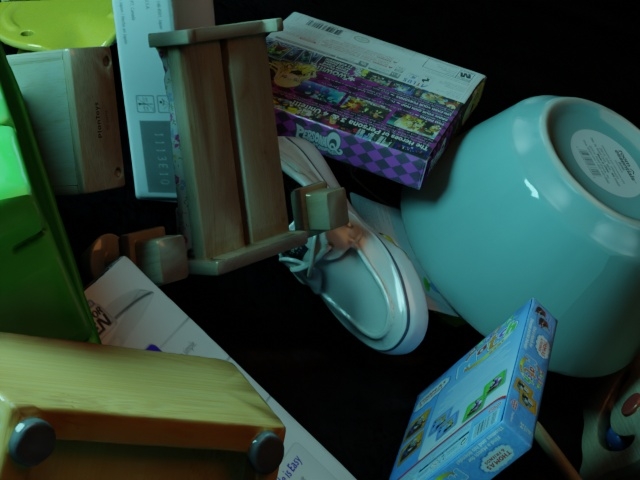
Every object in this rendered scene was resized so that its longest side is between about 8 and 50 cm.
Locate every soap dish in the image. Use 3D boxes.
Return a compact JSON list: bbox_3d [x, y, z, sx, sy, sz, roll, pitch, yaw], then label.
[{"bbox_3d":[-0.139,0.200,0.803,0.118,0.291,0.229,9,-2,44],"label":"soap dish"}]

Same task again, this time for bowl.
[{"bbox_3d":[0.255,-0.029,1.567,0.311,0.163,0.311,21,42,-20],"label":"bowl"}]

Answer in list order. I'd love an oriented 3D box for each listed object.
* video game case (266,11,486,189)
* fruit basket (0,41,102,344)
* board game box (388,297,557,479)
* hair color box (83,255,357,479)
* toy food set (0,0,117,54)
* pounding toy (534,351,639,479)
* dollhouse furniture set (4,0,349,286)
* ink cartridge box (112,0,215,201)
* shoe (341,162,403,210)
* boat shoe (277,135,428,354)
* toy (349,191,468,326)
[{"bbox_3d":[0.034,-0.152,1.586,0.232,0.042,0.210,20,36,12],"label":"video game case"},{"bbox_3d":[-0.350,-0.018,0.896,0.283,0.392,0.392,77,-1,-47],"label":"fruit basket"},{"bbox_3d":[0.129,0.155,1.323,0.039,0.160,0.211,41,29,-8],"label":"board game box"},{"bbox_3d":[-0.083,0.189,1.060,0.339,0.110,0.185,46,30,-2],"label":"hair color box"},{"bbox_3d":[-0.219,-0.202,1.413,0.128,0.071,0.218,10,36,14],"label":"toy food set"},{"bbox_3d":[0.317,0.182,1.538,0.155,0.154,0.269,39,29,-11],"label":"pounding toy"},{"bbox_3d":[-0.150,-0.126,1.249,0.355,0.174,0.303,-18,104,-57],"label":"dollhouse furniture set"},{"bbox_3d":[-0.124,-0.207,1.392,0.060,0.275,0.239,3,28,12],"label":"ink cartridge box"},{"bbox_3d":[0.075,-0.085,1.653,0.219,0.076,0.058,43,23,-9],"label":"shoe"},{"bbox_3d":[0.000,0.000,1.430,0.088,0.096,0.267,1,50,-47],"label":"boat shoe"},{"bbox_3d":[0.128,0.043,1.578,0.237,0.056,0.137,20,41,-30],"label":"toy"}]
